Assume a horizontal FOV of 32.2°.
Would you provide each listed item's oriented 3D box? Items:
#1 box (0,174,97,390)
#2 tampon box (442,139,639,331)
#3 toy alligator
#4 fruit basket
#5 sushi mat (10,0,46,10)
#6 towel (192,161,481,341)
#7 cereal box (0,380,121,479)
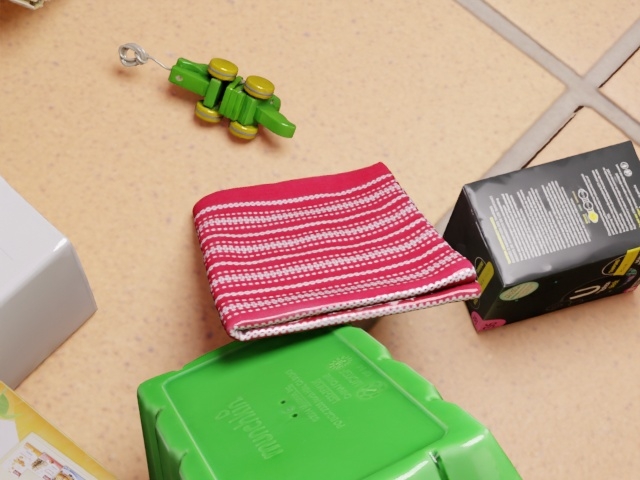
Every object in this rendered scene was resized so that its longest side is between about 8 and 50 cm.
[{"bbox_3d":[-0.385,0.078,0.890,0.215,0.168,0.345,41,71,14],"label":"box"},{"bbox_3d":[0.206,-0.001,0.986,0.161,0.120,0.101,-15,68,-9],"label":"tampon box"},{"bbox_3d":[-0.102,-0.150,1.071,0.190,0.056,0.051,27,26,9],"label":"toy alligator"},{"bbox_3d":[0.050,0.259,0.789,0.283,0.392,0.392,-24,70,-13],"label":"fruit basket"},{"bbox_3d":[-0.389,-0.296,1.087,0.317,0.019,0.151,19,27,5],"label":"sushi mat"},{"bbox_3d":[0.000,0.000,0.928,0.199,0.275,0.031,-10,113,-8],"label":"towel"},{"bbox_3d":[-0.275,0.229,0.810,0.173,0.047,0.240,32,59,28],"label":"cereal box"}]
